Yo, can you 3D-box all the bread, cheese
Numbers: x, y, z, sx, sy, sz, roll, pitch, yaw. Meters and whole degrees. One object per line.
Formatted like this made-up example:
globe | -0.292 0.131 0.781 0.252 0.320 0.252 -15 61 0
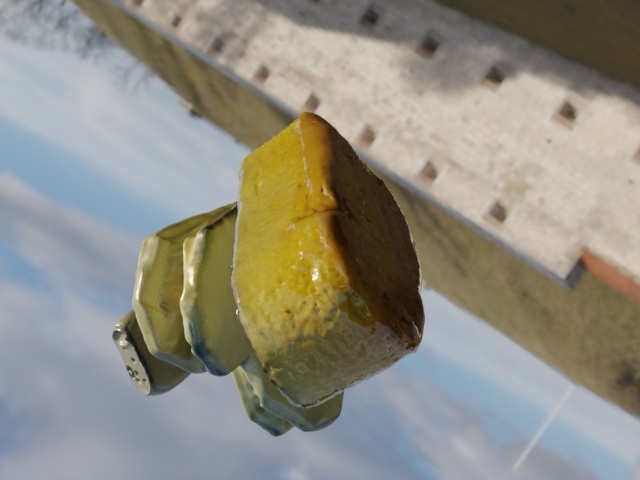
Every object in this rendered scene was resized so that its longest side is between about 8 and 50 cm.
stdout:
bread | 0.000 0.000 0.702 0.102 0.094 0.245 56 -169 -21
cheese | -0.141 0.094 1.298 0.037 0.192 0.097 -16 101 47

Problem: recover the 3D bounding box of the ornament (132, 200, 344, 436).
ornament | -0.046 0.035 0.867 0.059 0.180 0.201 -11 144 30
